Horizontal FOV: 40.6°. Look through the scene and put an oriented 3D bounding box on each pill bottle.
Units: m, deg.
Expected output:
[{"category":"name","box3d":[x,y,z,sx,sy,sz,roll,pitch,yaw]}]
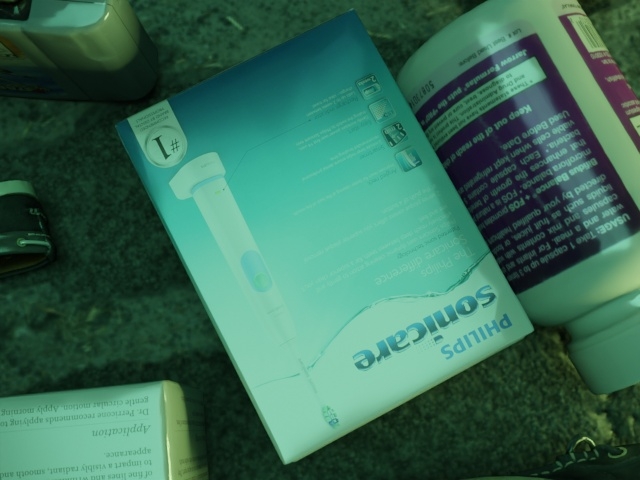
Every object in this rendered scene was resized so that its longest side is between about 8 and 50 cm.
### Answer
[{"category":"pill bottle","box3d":[0.198,-0.038,0.697,0.169,0.169,0.302,-27,81,-4]}]

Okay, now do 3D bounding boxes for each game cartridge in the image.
[{"category":"game cartridge","box3d":[-0.292,-0.167,0.706,0.297,0.198,0.062,5,80,2]}]

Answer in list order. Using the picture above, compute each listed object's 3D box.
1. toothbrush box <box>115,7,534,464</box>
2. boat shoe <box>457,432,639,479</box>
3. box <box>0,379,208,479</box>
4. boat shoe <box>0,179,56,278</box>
[{"category":"toothbrush box","box3d":[0.000,0.000,0.712,0.216,0.126,0.296,-28,80,-5]},{"category":"boat shoe","box3d":[0.231,0.246,0.660,0.499,0.156,0.187,-14,85,10]},{"category":"box","box3d":[-0.184,0.176,0.654,0.180,0.182,0.119,-5,78,-1]},{"category":"boat shoe","box3d":[-0.339,0.031,0.730,0.233,0.084,0.079,-25,80,-7]}]
